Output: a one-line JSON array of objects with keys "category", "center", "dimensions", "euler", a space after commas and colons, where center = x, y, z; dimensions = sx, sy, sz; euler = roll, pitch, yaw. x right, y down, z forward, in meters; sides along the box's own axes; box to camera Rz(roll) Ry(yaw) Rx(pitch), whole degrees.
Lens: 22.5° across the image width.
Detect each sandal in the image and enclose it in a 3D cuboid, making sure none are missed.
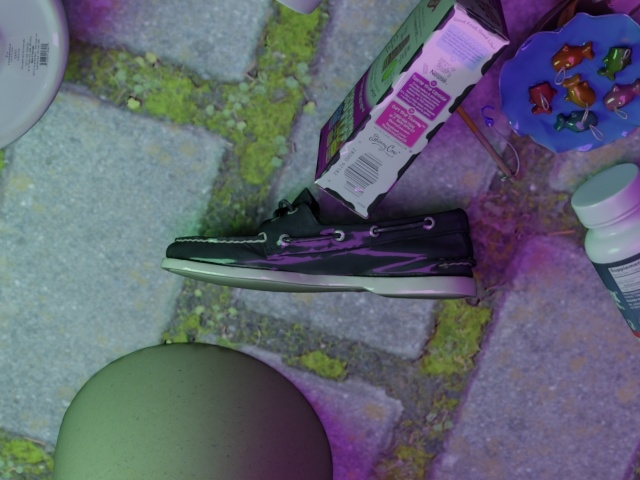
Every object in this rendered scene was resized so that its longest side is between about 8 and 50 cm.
[{"category": "sandal", "center": [0.275, -0.220, 1.648], "dimensions": [0.072, 0.049, 0.180], "euler": [41, 110, -13]}]

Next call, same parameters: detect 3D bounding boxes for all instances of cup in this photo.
[{"category": "cup", "center": [-0.157, 0.315, 1.805], "dimensions": [0.331, 0.237, 0.331], "euler": [1, 114, 3]}]

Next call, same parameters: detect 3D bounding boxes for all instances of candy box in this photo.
[{"category": "candy box", "center": [0.090, -0.153, 1.630], "dimensions": [0.071, 0.159, 0.233], "euler": [33, 112, -12]}]

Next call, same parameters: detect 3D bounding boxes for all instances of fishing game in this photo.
[{"category": "fishing game", "center": [0.275, -0.155, 1.648], "dimensions": [0.264, 0.041, 0.189], "euler": [-23, 134, 16]}]

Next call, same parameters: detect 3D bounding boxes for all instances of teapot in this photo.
[{"category": "teapot", "center": [-0.387, -0.216, 1.629], "dimensions": [0.256, 0.187, 0.252], "euler": [-44, 126, -7]}]

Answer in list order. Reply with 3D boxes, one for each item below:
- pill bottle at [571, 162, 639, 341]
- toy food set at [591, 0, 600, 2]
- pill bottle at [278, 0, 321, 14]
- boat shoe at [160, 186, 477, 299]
[{"category": "pill bottle", "center": [0.344, 0.013, 1.713], "dimensions": [0.108, 0.108, 0.180], "euler": [-28, 108, 15]}, {"category": "toy food set", "center": [0.328, -0.405, 1.556], "dimensions": [0.219, 0.092, 0.306], "euler": [-20, 112, -1]}, {"category": "pill bottle", "center": [0.018, -0.337, 1.576], "dimensions": [0.121, 0.121, 0.221], "euler": [36, 110, -11]}, {"category": "boat shoe", "center": [0.000, 0.000, 1.731], "dimensions": [0.340, 0.127, 0.113], "euler": [3, 84, 10]}]
